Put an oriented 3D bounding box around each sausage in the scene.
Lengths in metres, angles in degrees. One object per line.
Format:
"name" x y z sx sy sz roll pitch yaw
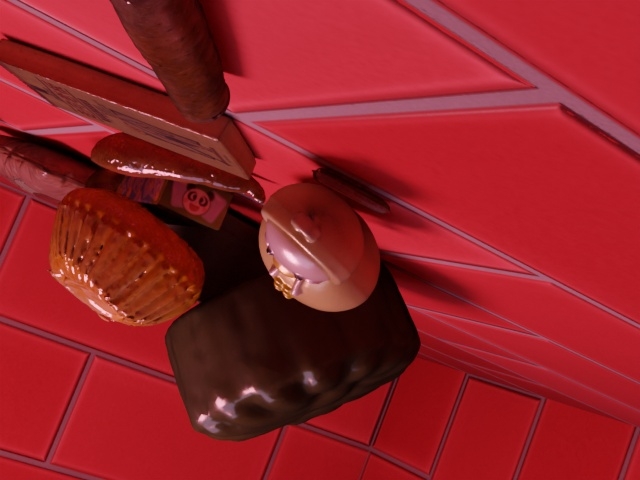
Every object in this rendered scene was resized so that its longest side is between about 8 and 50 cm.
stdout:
"sausage" 0.030 -0.047 0.942 0.100 0.015 0.015 26 172 -32

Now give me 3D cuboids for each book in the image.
"book" -0.182 -0.124 0.948 0.231 0.026 0.161 21 173 9

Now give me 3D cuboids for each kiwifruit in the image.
"kiwifruit" -0.318 -0.077 1.500 0.075 0.075 0.124 25 158 -27

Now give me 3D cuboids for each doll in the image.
"doll" -0.009 0.008 0.983 0.141 0.117 0.296 48 -177 9

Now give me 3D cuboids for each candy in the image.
"candy" -0.207 -0.062 1.351 0.097 0.062 0.194 26 170 -28

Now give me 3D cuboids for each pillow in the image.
"pillow" -0.441 -0.105 1.623 0.236 0.084 0.223 18 173 38

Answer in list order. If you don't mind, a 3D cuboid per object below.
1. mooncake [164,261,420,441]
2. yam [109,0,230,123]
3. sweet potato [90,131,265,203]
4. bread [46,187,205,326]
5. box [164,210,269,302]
"mooncake" -0.038 0.162 1.432 0.357 0.194 0.356 -19 168 -4
"yam" -0.088 -0.122 0.596 0.046 0.046 0.264 21 173 3
"sweet potato" -0.163 -0.085 1.119 0.214 0.050 0.050 14 172 11
"bread" -0.268 0.025 1.327 0.240 0.139 0.240 33 162 12
"box" -0.189 0.020 1.570 0.149 0.155 0.231 20 175 34
